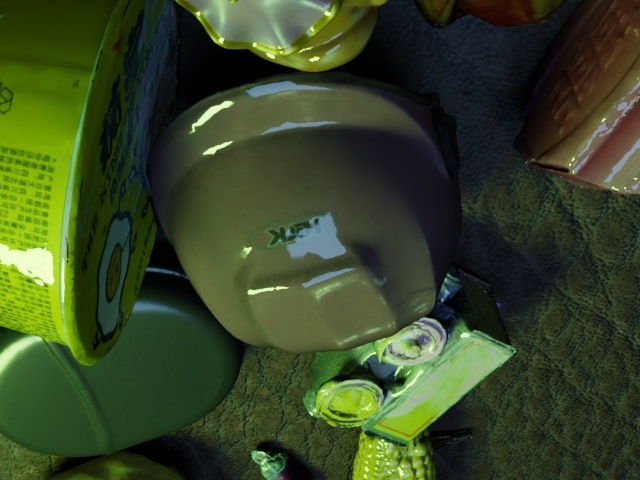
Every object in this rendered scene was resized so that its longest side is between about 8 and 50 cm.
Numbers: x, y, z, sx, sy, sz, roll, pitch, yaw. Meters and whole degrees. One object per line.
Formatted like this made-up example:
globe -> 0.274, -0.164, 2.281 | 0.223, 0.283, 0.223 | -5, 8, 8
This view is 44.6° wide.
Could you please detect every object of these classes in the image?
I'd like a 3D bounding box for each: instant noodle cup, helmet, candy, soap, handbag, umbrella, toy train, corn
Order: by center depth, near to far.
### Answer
instant noodle cup -> -0.268, -0.080, 0.618 | 0.254, 0.326, 0.326 | 9, 128, -3
helmet -> 0.000, 0.000, 0.689 | 0.271, 0.197, 0.338 | -12, 172, 7
soap -> 0.285, -0.149, 0.699 | 0.099, 0.162, 0.250 | 19, 124, -20
handbag -> -0.238, 0.134, 0.892 | 0.308, 0.093, 0.254 | -19, 129, -3
toy train -> 0.096, 0.133, 0.928 | 0.177, 0.134, 0.261 | 27, 122, -25
corn -> 0.105, 0.371, 1.129 | 0.130, 0.130, 0.347 | -4, 128, -3
umbrella -> 0.182, 0.291, 1.138 | 0.083, 0.031, 0.020 | -9, 98, -1
candy -> -0.042, 0.353, 1.154 | 0.045, 0.043, 0.175 | -28, 123, 18

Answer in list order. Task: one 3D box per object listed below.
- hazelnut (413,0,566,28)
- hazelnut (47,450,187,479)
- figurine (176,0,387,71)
hazelnut -> 0.158, -0.249, 0.598 | 0.201, 0.170, 0.161 | -12, 86, 3
hazelnut -> -0.300, 0.419, 1.083 | 0.261, 0.241, 0.261 | -7, 107, -22
figurine -> -0.023, -0.215, 0.546 | 0.189, 0.263, 0.142 | 17, 125, -14
